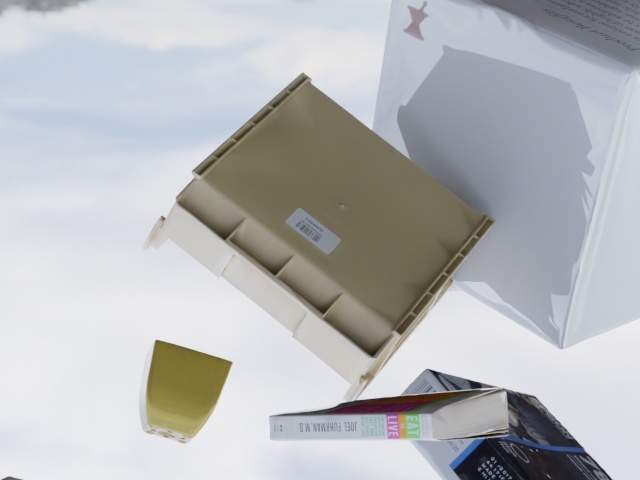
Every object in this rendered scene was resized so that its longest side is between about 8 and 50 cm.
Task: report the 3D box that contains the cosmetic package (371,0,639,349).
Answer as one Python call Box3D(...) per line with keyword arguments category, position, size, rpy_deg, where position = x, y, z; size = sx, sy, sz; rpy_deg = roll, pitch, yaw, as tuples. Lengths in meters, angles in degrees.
Box3D(category="cosmetic package", position=(0.304, -0.133, 1.900), size=(0.394, 0.327, 0.329), rpy_deg=(-17, -144, -40))

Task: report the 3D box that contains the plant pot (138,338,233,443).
Box3D(category="plant pot", position=(-0.143, 0.156, 1.704), size=(0.081, 0.083, 0.081), rpy_deg=(18, 161, -8))

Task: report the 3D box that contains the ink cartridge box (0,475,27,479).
Box3D(category="ink cartridge box", position=(-0.394, 0.428, 1.859), size=(0.060, 0.275, 0.239), rpy_deg=(6, -159, 45))

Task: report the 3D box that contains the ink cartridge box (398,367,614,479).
Box3D(category="ink cartridge box", position=(0.199, 0.214, 1.616), size=(0.165, 0.065, 0.333), rpy_deg=(48, -167, 26))

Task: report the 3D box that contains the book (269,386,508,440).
Box3D(category="book", position=(0.048, 0.128, 1.218), size=(0.144, 0.035, 0.096), rpy_deg=(-6, 178, 39))

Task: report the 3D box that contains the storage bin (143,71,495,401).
Box3D(category="storage bin", position=(0.000, 0.000, 1.722), size=(0.262, 0.123, 0.260), rpy_deg=(39, -135, 5))

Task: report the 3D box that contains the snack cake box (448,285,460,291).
Box3D(category="snack cake box", position=(0.165, -0.013, 2.320), size=(0.089, 0.152, 0.264), rpy_deg=(-41, -160, -28))
